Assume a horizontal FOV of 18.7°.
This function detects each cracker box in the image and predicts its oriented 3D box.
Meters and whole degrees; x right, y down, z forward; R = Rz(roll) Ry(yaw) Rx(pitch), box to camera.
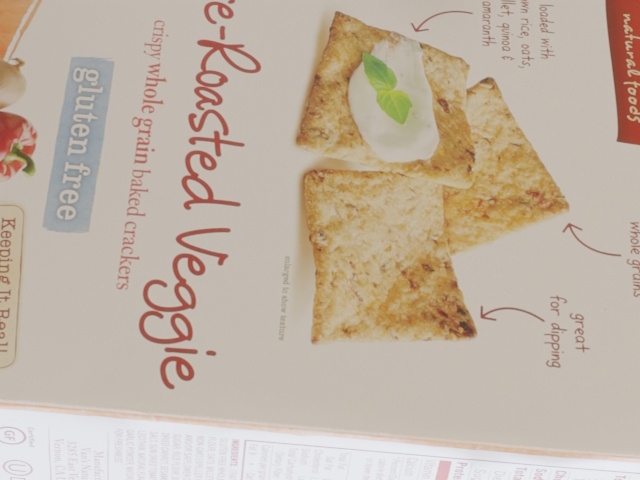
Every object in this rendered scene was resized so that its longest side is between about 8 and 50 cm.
[{"bbox_3d":[0.000,0.000,0.517,0.232,0.156,0.067,5,143,-3],"label":"cracker box"}]
